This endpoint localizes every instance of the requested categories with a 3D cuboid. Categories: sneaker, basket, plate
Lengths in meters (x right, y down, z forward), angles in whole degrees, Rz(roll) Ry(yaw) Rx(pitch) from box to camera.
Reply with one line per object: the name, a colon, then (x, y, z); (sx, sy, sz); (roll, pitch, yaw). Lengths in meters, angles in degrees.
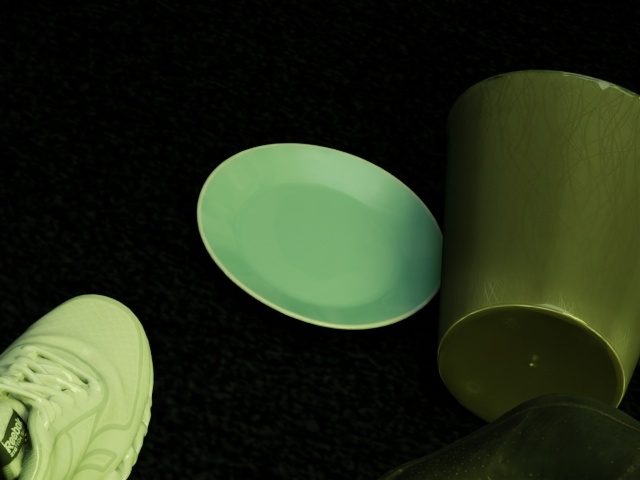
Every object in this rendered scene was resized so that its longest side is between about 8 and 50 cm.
sneaker: (-0.174, 0.117, 1.039); (0.110, 0.118, 0.292); (24, 40, 7)
basket: (0.167, 0.013, 1.260); (0.204, 0.154, 0.227); (21, 45, -2)
plate: (0.000, 0.000, 1.297); (0.188, 0.024, 0.188); (10, 43, -10)

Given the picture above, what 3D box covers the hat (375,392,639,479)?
hat: (0.105, 0.238, 0.972); (0.134, 0.331, 0.331); (55, 36, -23)
